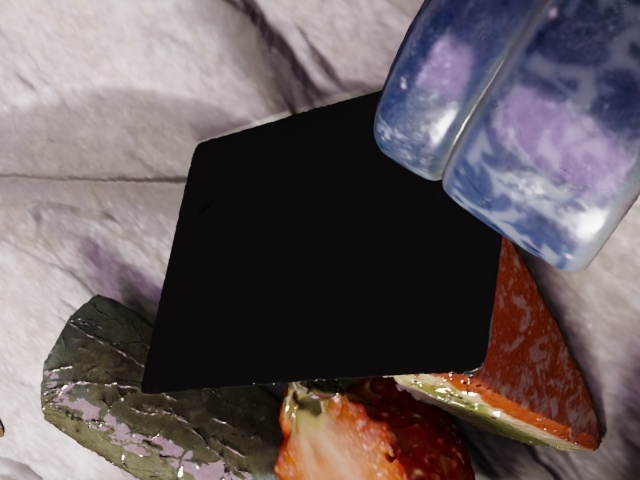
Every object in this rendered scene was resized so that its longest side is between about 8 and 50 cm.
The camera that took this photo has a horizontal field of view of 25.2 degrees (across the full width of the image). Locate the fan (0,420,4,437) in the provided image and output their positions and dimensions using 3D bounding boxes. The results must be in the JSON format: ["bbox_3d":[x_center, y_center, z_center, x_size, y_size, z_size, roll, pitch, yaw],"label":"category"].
[{"bbox_3d":[-0.372,0.173,1.351,0.152,0.008,0.227,36,142,2],"label":"fan"}]

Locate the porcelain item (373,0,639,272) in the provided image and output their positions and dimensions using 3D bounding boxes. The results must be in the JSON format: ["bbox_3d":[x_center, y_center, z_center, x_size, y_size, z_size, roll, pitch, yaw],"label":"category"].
[{"bbox_3d":[0.098,-0.073,0.585,0.114,0.147,0.147,33,143,8],"label":"porcelain item"}]

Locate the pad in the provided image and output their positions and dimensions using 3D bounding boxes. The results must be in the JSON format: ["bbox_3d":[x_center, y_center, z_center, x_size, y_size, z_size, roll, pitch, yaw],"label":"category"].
[{"bbox_3d":[0.000,0.000,0.747,0.009,0.160,0.265,25,158,-37],"label":"pad"}]

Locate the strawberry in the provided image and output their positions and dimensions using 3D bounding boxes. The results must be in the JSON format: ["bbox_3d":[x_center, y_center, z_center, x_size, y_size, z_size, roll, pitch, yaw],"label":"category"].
[{"bbox_3d":[0.056,0.167,0.890,0.175,0.106,0.236,21,129,53],"label":"strawberry"}]

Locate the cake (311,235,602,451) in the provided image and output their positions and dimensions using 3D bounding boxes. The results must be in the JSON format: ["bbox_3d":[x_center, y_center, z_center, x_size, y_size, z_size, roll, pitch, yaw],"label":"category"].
[{"bbox_3d":[0.086,0.038,0.802,0.086,0.117,0.220,3,164,40],"label":"cake"}]

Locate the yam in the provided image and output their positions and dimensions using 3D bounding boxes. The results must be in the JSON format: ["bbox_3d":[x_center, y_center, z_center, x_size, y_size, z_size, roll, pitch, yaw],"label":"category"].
[{"bbox_3d":[-0.101,0.125,1.002,0.183,0.107,0.107,28,142,12],"label":"yam"}]
